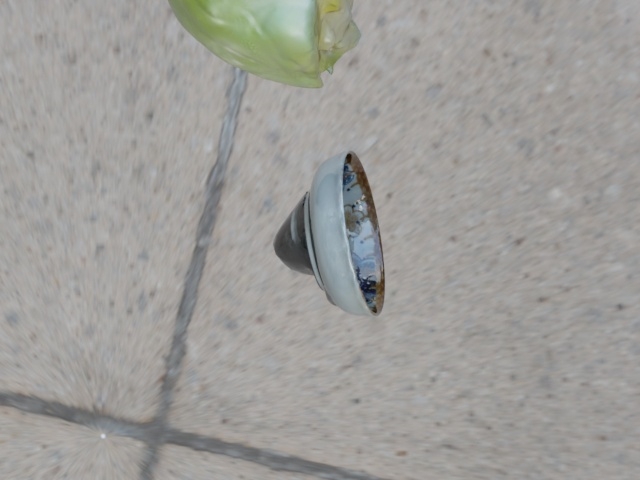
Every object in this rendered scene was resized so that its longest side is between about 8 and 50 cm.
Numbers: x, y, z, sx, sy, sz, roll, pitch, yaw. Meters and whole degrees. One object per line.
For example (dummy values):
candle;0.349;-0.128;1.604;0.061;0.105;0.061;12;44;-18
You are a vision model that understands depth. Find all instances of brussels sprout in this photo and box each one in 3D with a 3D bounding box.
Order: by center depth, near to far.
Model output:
brussels sprout;-0.038;-0.165;1.059;0.122;0.149;0.151;10;126;13

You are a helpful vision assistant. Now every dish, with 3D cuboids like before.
dish;0.000;0.000;1.503;0.078;0.141;0.141;-10;85;13
